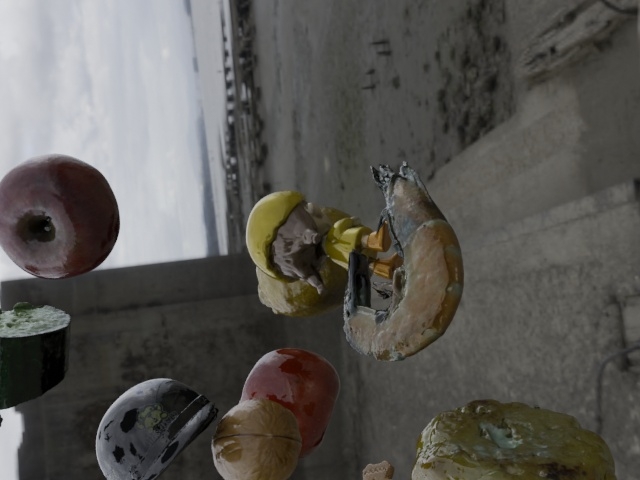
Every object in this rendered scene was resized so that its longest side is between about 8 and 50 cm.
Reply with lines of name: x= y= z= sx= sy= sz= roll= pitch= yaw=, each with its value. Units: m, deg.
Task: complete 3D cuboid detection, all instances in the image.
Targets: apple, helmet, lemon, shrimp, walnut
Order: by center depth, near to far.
apple: x=-0.315 y=-0.030 z=0.925 sx=0.120 sy=0.153 sz=0.153 roll=-66 pitch=-25 yaw=-64
shrimp: x=0.125 y=0.022 z=1.362 sx=0.272 sy=0.085 sz=0.445 roll=-43 pitch=36 yaw=31
helmet: x=-0.311 y=0.341 z=1.393 sx=0.160 sy=0.230 sz=0.279 roll=44 pitch=152 yaw=4
walnut: x=-0.118 y=0.373 z=1.406 sx=0.197 sy=0.165 sz=0.165 roll=-30 pitch=65 yaw=59
apple: x=-0.071 y=0.370 z=1.803 sx=0.260 sy=0.216 sz=0.260 roll=22 pitch=-90 yaw=-85
lemon: x=-0.018 y=0.057 z=1.972 sx=0.316 sy=0.285 sz=0.285 roll=-5 pitch=92 yaw=45

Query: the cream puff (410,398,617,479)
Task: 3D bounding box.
cream puff: x=0.314 y=0.426 z=1.276 sx=0.291 sy=0.324 sz=0.257 roll=-48 pitch=-39 yaw=-64

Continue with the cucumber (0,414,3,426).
cucumber: x=-0.790 y=0.404 z=1.726 sx=0.077 sy=0.265 sz=0.077 roll=25 pitch=-122 yaw=-48

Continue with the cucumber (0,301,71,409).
cucumber: x=-0.500 y=0.173 z=1.243 sx=0.191 sy=0.191 sz=0.130 roll=-113 pitch=29 yaw=-65

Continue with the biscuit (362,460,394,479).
biscuit: x=0.139 y=0.651 z=1.958 sx=0.133 sy=0.027 sz=0.184 roll=-14 pitch=51 yaw=46

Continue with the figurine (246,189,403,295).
figurine: x=0.000 y=0.000 z=1.671 sx=0.187 sy=0.343 sz=0.215 roll=-44 pitch=-47 yaw=-52
